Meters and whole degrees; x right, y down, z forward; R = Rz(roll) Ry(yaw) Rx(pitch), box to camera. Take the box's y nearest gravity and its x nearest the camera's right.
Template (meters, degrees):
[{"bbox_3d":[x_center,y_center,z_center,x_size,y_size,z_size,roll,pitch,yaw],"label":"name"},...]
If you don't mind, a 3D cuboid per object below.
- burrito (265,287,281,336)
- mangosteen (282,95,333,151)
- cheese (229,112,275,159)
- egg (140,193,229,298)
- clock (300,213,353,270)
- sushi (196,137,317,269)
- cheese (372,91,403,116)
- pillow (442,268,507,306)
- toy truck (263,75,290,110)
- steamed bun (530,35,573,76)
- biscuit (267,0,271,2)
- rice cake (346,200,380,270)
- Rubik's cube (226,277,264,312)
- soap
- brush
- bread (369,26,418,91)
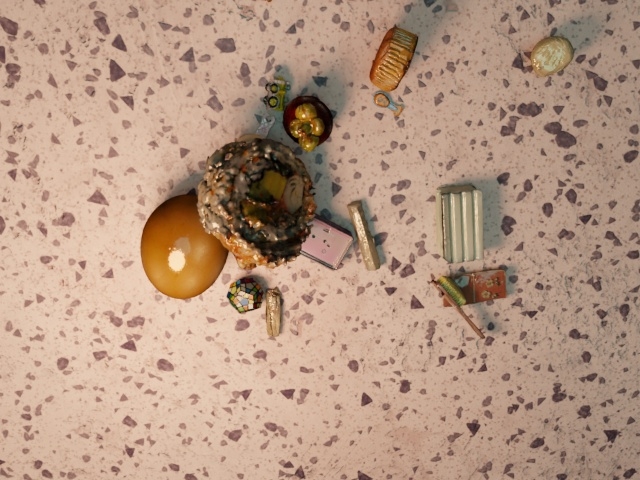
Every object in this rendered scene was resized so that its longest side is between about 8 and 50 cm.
[{"bbox_3d":[-0.171,0.259,2.090,0.058,0.045,0.188,-5,106,-26],"label":"burrito"},{"bbox_3d":[-0.040,-0.370,1.828,0.166,0.180,0.166,1,119,1],"label":"mangosteen"},{"bbox_3d":[-0.212,-0.310,1.905,0.137,0.064,0.227,26,103,-10],"label":"cheese"},{"bbox_3d":[-0.438,0.022,1.885,0.283,0.282,0.351,9,110,-4],"label":"egg"},{"bbox_3d":[0.000,0.001,1.999,0.193,0.073,0.144,28,105,-9],"label":"clock"},{"bbox_3d":[-0.182,-0.123,1.793,0.417,0.176,0.417,-1,91,-38],"label":"sushi"},{"bbox_3d":[0.218,-0.446,1.898,0.111,0.017,0.047,29,107,-10],"label":"cheese"},{"bbox_3d":[0.549,0.170,2.081,0.232,0.043,0.126,-10,108,2],"label":"pillow"},{"bbox_3d":[-0.136,-0.469,1.857,0.077,0.076,0.111,5,106,-21],"label":"toy truck"},{"bbox_3d":[0.722,-0.583,1.830,0.130,0.091,0.112,-32,101,11],"label":"steamed bun"},{"bbox_3d":[-0.205,-0.808,1.755,0.183,0.061,0.118,33,102,-13],"label":"biscuit"},{"bbox_3d":[0.154,-0.012,2.012,0.057,0.052,0.256,-25,108,-24],"label":"rice cake"},{"bbox_3d":[-0.262,0.193,2.031,0.133,0.112,0.133,0,105,-1],"label":"Rubik's cube"},{"bbox_3d":[0.474,-0.060,1.988,0.150,0.094,0.261,-6,106,-5],"label":"soap"},{"bbox_3d":[0.506,0.235,2.057,0.067,0.072,0.313,-41,108,2],"label":"brush"},{"bbox_3d":[0.215,-0.553,1.772,0.104,0.199,0.199,22,105,-5],"label":"bread"}]
